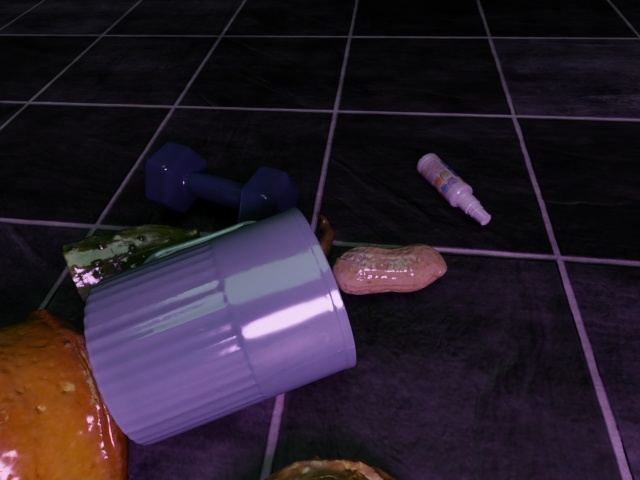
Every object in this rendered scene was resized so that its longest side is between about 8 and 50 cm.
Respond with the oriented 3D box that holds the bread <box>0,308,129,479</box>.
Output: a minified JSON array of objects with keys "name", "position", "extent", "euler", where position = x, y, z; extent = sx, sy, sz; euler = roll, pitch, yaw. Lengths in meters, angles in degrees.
[{"name":"bread","position":[-0.404,0.205,0.545],"extent":[0.339,0.179,0.194],"euler":[21,22,34]}]

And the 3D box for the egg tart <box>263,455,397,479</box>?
[{"name":"egg tart","position":[0.007,0.406,0.436],"extent":[0.340,0.129,0.341],"euler":[-1,50,1]}]

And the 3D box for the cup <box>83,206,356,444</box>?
[{"name":"cup","position":[-0.153,0.093,0.617],"extent":[0.310,0.257,0.331],"euler":[-20,66,-11]}]

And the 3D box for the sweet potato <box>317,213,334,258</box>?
[{"name":"sweet potato","position":[0.006,0.001,0.839],"extent":[0.041,0.038,0.153],"euler":[18,47,-11]}]

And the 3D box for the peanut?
[{"name":"peanut","position":[0.127,0.052,0.755],"extent":[0.214,0.090,0.099],"euler":[-1,20,1]}]

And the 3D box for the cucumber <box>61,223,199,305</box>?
[{"name":"cucumber","position":[-0.354,0.028,0.788],"extent":[0.244,0.134,0.134],"euler":[-21,51,-18]}]

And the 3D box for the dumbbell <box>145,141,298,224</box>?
[{"name":"dumbbell","position":[-0.215,-0.107,0.877],"extent":[0.324,0.144,0.160],"euler":[17,51,19]}]

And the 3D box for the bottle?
[{"name":"bottle","position":[0.297,-0.114,0.903],"extent":[0.060,0.060,0.217],"euler":[-20,51,-13]}]
